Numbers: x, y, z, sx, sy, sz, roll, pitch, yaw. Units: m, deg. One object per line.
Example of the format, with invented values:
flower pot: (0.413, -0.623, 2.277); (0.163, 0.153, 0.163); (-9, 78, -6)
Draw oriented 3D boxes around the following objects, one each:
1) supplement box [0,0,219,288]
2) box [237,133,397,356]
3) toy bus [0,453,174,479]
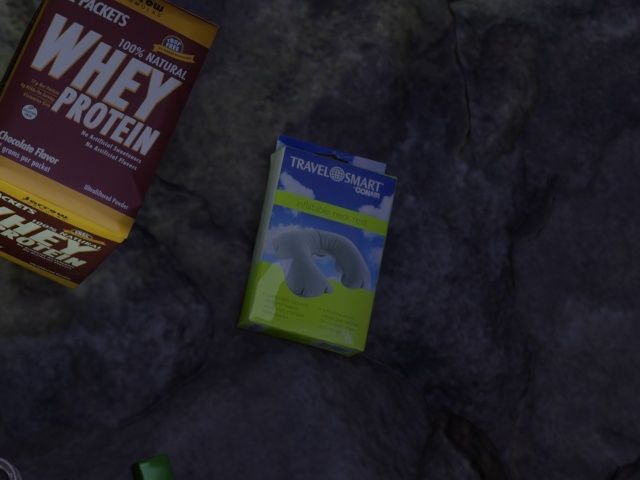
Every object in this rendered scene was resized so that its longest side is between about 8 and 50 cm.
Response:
supplement box: (-0.195, -0.088, 1.560); (0.129, 0.194, 0.191); (26, 70, -12)
box: (0.000, 0.000, 1.690); (0.109, 0.042, 0.178); (16, 73, -16)
toy bus: (-0.166, 0.257, 1.536); (0.202, 0.104, 0.191); (2, 76, -19)
